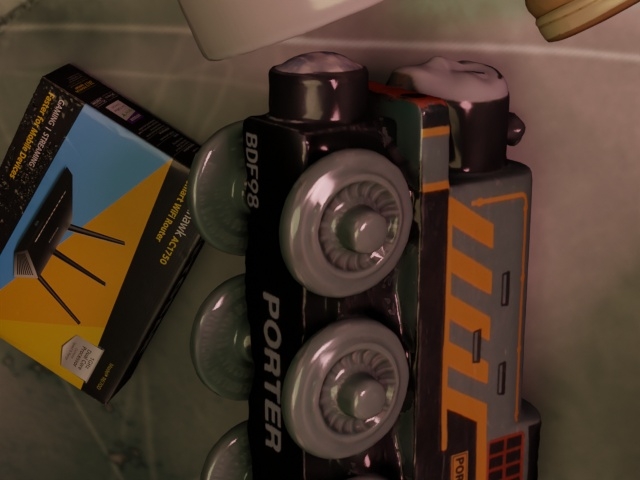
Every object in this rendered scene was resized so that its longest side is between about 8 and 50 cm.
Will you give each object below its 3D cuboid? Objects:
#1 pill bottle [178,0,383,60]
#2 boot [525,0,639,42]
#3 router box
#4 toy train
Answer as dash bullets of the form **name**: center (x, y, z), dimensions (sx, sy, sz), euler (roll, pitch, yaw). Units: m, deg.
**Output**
- **pill bottle**: center (-0.047, -0.283, 0.621), dimensions (0.204, 0.204, 0.361), euler (-18, 104, 21)
- **boot**: center (0.156, -0.243, 0.629), dimensions (0.262, 0.095, 0.203), euler (-41, 96, 16)
- **router box**: center (-0.148, -0.002, 0.843), dimensions (0.133, 0.046, 0.179), euler (32, 115, 2)
- **toy train**: center (0.034, 0.057, 0.744), dimensions (0.142, 0.190, 0.334), euler (20, 115, 53)
